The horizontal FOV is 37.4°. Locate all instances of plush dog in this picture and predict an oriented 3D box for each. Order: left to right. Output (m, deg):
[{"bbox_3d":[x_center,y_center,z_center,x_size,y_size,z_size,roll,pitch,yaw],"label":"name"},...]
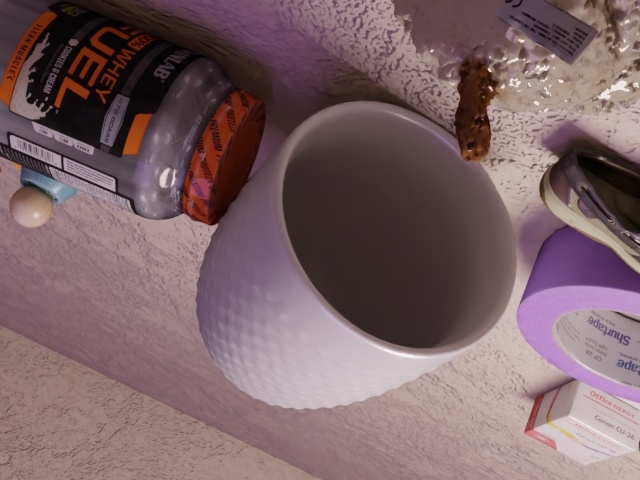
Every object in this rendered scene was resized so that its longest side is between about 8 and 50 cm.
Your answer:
[{"bbox_3d":[0.178,-0.153,0.672,0.225,0.211,0.262,3,173,-39],"label":"plush dog"}]

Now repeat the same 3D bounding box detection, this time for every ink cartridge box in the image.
[{"bbox_3d":[0.401,0.269,1.411,0.115,0.067,0.198,27,155,-1],"label":"ink cartridge box"}]

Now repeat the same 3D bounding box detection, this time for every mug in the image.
[{"bbox_3d":[0.047,0.042,1.067,0.374,0.276,0.328,-6,160,-32],"label":"mug"}]

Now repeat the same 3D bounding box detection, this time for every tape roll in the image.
[{"bbox_3d":[0.366,0.090,1.067,0.274,0.090,0.275,22,155,11],"label":"tape roll"}]

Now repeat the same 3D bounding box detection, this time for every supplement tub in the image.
[{"bbox_3d":[-0.233,-0.144,1.058,0.315,0.194,0.194,22,155,7],"label":"supplement tub"}]

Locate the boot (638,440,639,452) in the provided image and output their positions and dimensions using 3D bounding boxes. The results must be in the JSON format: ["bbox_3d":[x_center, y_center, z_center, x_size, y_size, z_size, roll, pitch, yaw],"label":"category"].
[{"bbox_3d":[0.586,0.397,1.297,0.338,0.223,0.118,18,155,17],"label":"boot"}]

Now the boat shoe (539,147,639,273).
[{"bbox_3d":[0.320,-0.017,0.909,0.223,0.080,0.073,29,161,3],"label":"boat shoe"}]

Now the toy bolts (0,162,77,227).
[{"bbox_3d":[-0.446,-0.087,1.417,0.228,0.159,0.218,12,152,29],"label":"toy bolts"}]

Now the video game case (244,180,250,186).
[{"bbox_3d":[0.000,0.000,1.297,0.232,0.042,0.210,7,149,35],"label":"video game case"}]
